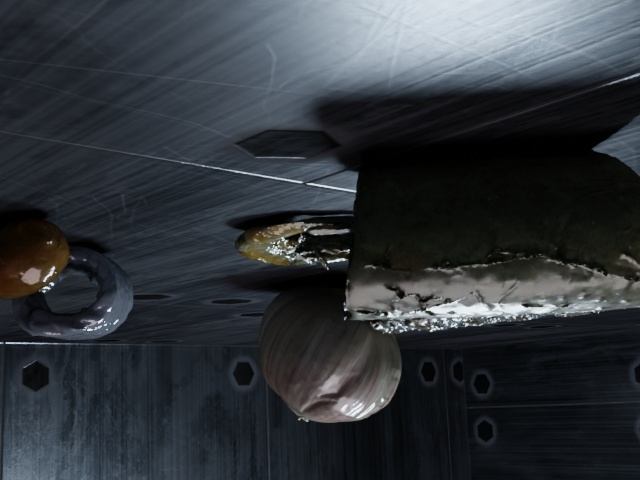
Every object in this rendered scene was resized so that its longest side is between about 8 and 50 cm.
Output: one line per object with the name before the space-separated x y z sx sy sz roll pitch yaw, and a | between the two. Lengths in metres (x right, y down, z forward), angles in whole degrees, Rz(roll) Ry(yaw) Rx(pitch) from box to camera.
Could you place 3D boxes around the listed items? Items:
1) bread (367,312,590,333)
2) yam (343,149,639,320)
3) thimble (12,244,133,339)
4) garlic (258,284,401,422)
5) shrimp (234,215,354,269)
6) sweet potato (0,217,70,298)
bread | 0.285 0.092 1.549 0.416 0.113 0.165 -8 170 23
yam | 0.169 -0.001 0.875 0.304 0.168 0.168 -4 169 4
thimble | -0.349 0.075 1.264 0.151 0.127 0.118 -11 168 0
garlic | 0.012 0.224 1.728 0.317 0.259 0.317 26 -168 -6
shrimp | 0.000 0.000 1.173 0.217 0.051 0.150 0 162 -19
sweet potato | -0.413 0.030 1.109 0.292 0.097 0.097 -8 168 33
